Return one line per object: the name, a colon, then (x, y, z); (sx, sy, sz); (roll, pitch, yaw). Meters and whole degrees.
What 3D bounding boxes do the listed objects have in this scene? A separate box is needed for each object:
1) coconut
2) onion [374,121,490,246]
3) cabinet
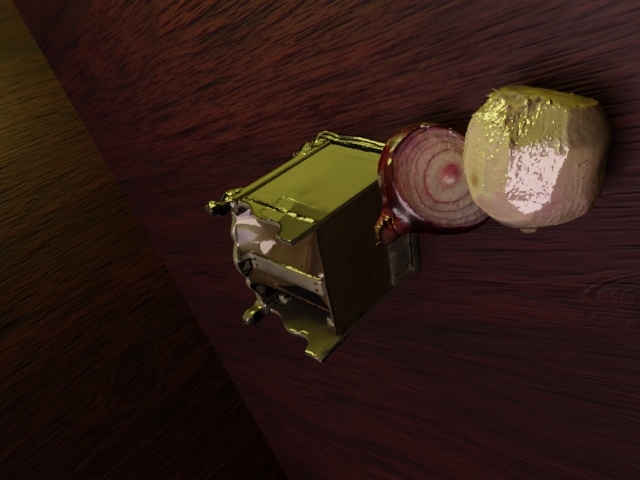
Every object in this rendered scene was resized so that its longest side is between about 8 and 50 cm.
coconut: (0.282, -0.098, 0.686); (0.194, 0.194, 0.194); (31, 141, 29)
onion: (0.158, -0.070, 0.828); (0.195, 0.218, 0.140); (42, 176, -6)
cabinet: (0.000, 0.000, 0.983); (0.227, 0.318, 0.290); (21, 136, 38)
